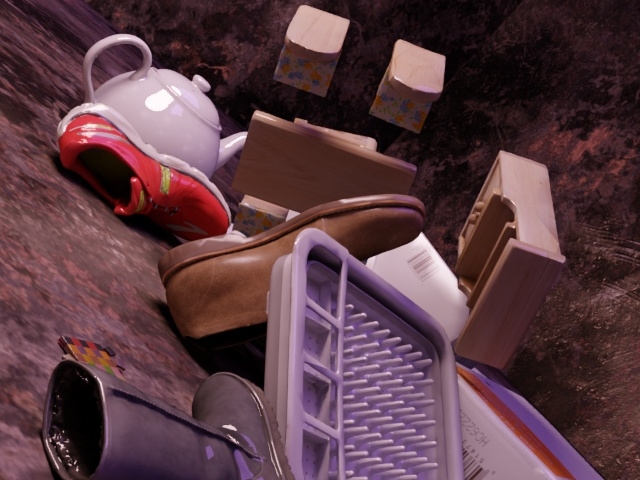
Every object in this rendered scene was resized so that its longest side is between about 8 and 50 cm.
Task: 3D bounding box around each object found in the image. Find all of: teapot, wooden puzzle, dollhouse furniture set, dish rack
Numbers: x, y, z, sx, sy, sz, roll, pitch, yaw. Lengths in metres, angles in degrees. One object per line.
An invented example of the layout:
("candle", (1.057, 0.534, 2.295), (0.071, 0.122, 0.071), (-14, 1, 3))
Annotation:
("teapot", (-0.258, -0.200, 1.451), (0.252, 0.187, 0.256), (43, 7, 3))
("wooden puzzle", (-0.186, 0.100, 0.721), (0.049, 0.006, 0.083), (46, 7, 29))
("dollhouse furniture set", (0.081, -0.035, 1.118), (0.394, 0.362, 0.256), (19, 33, -3))
("dish rack", (0.042, 0.173, 0.893), (0.333, 0.072, 0.285), (36, 44, -45))

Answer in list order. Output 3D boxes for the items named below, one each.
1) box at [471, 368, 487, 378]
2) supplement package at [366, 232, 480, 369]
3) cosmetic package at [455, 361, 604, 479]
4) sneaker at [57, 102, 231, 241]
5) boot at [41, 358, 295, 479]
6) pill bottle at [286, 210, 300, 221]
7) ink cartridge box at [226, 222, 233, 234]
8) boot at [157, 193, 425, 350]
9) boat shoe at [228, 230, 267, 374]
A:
("box", (0.253, 0.293, 1.588), (0.181, 0.119, 0.182), (41, 6, -12))
("supplement package", (0.114, 0.103, 1.362), (0.262, 0.204, 0.145), (57, 1, 32))
("cosmetic package", (0.245, 0.317, 1.209), (0.230, 0.161, 0.453), (46, 7, 31))
("sneaker", (-0.241, -0.064, 1.189), (0.279, 0.107, 0.118), (36, 28, -28))
("boot", (-0.117, 0.139, 0.663), (0.208, 0.076, 0.189), (29, 12, -38))
("pill bottle", (0.000, 0.000, 1.803), (0.161, 0.161, 0.283), (46, 8, 31))
("ink cartridge box", (-0.115, 0.037, 1.378), (0.206, 0.045, 0.208), (48, 7, 35))
("boot", (-0.018, 0.037, 0.971), (0.112, 0.305, 0.115), (79, -7, -58))
("boat shoe", (-0.044, 0.127, 1.054), (0.302, 0.091, 0.114), (47, -18, 15))
